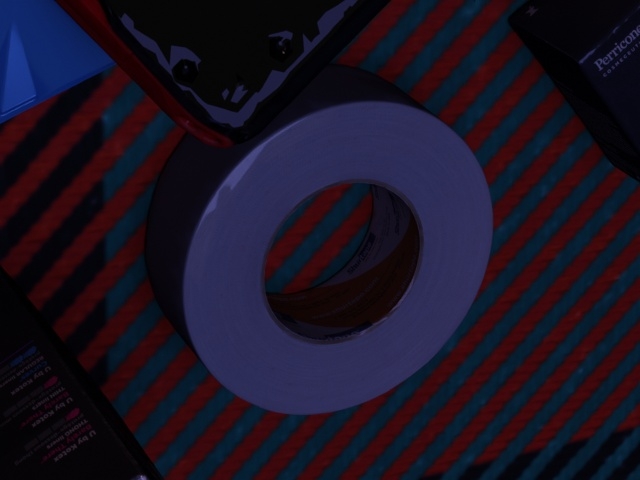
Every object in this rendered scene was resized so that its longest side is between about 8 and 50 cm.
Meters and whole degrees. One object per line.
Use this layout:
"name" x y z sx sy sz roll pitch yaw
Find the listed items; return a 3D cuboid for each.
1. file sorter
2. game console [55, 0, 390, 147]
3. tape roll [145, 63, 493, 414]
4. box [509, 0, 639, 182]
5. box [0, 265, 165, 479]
"file sorter" -0.141 -0.167 1.100 0.170 0.104 0.118 -29 123 -13
"game console" -0.035 -0.294 1.026 0.386 0.060 0.342 -46 103 -7
"tape roll" 0.000 0.000 1.280 0.219 0.072 0.219 -12 120 -22
"box" 0.239 -0.134 1.326 0.156 0.093 0.158 -43 125 -2
"box" -0.165 0.159 1.151 0.143 0.270 0.165 -38 125 -6
